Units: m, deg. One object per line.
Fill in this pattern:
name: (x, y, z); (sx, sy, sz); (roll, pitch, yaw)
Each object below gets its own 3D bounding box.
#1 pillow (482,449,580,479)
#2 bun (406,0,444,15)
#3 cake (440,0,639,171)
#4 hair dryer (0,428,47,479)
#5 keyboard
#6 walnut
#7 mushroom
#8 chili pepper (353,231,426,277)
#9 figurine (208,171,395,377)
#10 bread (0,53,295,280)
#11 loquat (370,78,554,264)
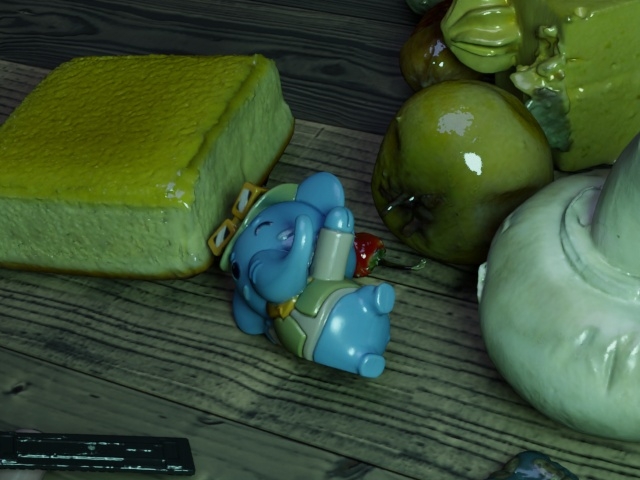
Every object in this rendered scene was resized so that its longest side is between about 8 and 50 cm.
pillow: (0.154, 0.298, 1.274); (0.256, 0.034, 0.189); (-30, 41, -19)
bun: (0.217, -0.388, 2.014); (0.229, 0.145, 0.229); (-28, 9, 5)
cake: (0.311, -0.231, 1.730); (0.286, 0.222, 0.227); (-19, 37, -11)
hair dryer: (-0.351, 0.294, 1.350); (0.210, 0.125, 0.352); (-1, 30, 15)
keyboard: (-0.228, 0.210, 1.417); (0.204, 0.013, 0.061); (5, 23, -16)
walnut: (0.178, -0.258, 1.882); (0.116, 0.115, 0.207); (16, 46, 29)
mushroom: (0.327, 0.051, 1.367); (0.315, 0.315, 0.356); (-39, 12, -30)
chili pepper: (0.000, 0.000, 1.656); (0.268, 0.050, 0.059); (17, 62, 31)
figurine: (-0.009, 0.033, 1.523); (0.154, 0.180, 0.262); (-19, 32, -32)
bread: (-0.231, -0.097, 1.743); (0.333, 0.143, 0.323); (4, 39, 25)
loquat: (0.158, -0.073, 1.582); (0.213, 0.213, 0.213); (-7, 39, 5)
